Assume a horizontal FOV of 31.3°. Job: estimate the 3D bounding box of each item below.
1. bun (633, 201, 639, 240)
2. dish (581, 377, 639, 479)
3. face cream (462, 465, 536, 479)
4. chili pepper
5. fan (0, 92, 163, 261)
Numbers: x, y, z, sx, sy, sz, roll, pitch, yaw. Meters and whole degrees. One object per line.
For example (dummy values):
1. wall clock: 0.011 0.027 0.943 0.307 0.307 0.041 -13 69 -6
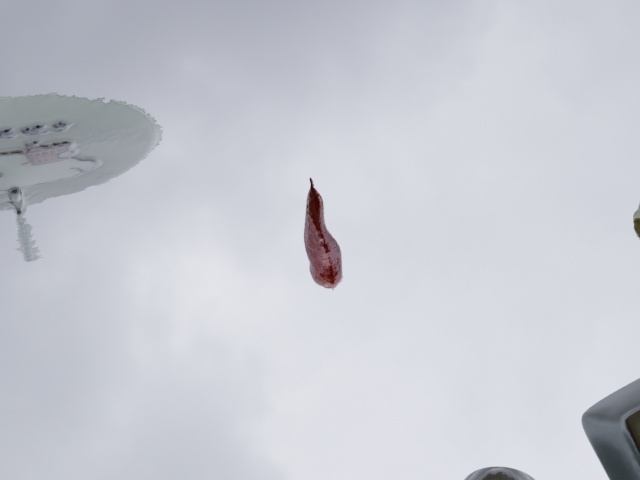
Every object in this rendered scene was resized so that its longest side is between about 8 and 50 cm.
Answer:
1. bun: 0.356 -0.020 1.198 0.055 0.086 0.086 3 -126 2
2. dish: 0.335 0.208 0.967 0.182 0.080 0.243 -34 -120 20
3. face cream: 0.179 0.294 1.143 0.117 0.117 0.104 -5 -144 17
4. chili pepper: 0.000 0.000 1.396 0.045 0.178 0.027 18 -136 28
5. fan: -0.206 -0.028 0.778 0.190 0.329 0.009 -11 -105 -16
